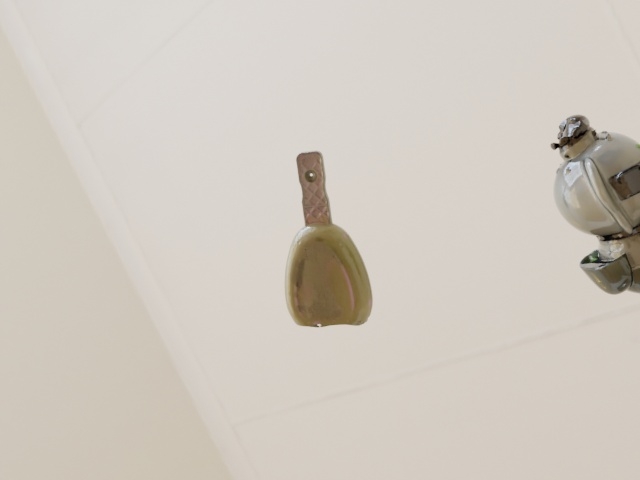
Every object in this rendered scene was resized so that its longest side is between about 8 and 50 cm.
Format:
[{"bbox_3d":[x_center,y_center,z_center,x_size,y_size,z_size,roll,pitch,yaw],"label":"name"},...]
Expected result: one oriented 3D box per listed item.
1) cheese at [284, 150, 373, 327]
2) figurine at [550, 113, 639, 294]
[{"bbox_3d":[0.000,0.000,0.912,0.097,0.037,0.192,-4,-77,17],"label":"cheese"},{"bbox_3d":[0.277,-0.032,0.784,0.126,0.147,0.192,-35,-83,4],"label":"figurine"}]
